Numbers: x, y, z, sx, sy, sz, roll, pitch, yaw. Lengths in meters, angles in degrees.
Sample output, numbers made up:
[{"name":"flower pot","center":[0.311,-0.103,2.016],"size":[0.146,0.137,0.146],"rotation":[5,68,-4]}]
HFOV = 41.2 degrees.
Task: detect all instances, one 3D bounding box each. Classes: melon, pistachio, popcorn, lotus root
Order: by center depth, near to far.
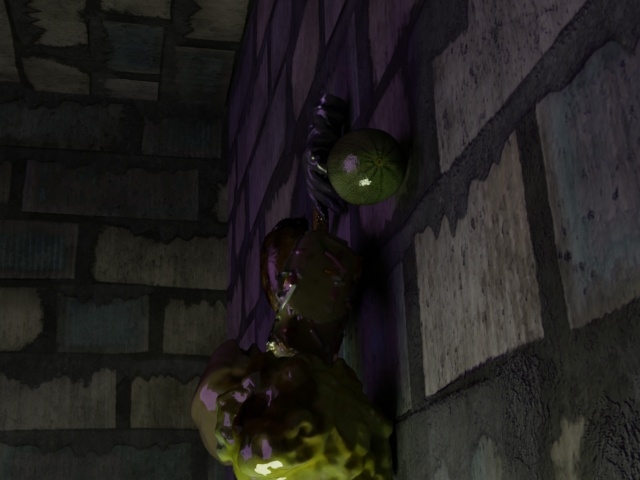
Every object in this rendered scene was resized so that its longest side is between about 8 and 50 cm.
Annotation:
[{"name":"popcorn","center":[-0.020,0.349,1.518],"size":[0.312,0.312,0.312],"rotation":[-177,90,-77]},{"name":"melon","center":[0.080,-0.130,1.519],"size":[0.192,0.139,0.139],"rotation":[178,95,-78]},{"name":"lotus root","center":[-0.084,0.079,2.178],"size":[0.169,0.142,0.314],"rotation":[124,146,-74]},{"name":"pistachio","center":[-0.246,0.474,2.487],"size":[0.445,0.282,0.365],"rotation":[149,127,-70]}]

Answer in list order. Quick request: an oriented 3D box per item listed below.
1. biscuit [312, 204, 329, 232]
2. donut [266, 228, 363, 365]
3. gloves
[{"name":"biscuit","center":[0.000,0.000,2.023],"size":[0.064,0.035,0.199],"rotation":[-104,13,-54]},{"name":"donut","center":[-0.016,0.145,1.706],"size":[0.307,0.150,0.371],"rotation":[-70,-6,-50]},{"name":"gloves","center":[0.016,-0.189,1.931],"size":[0.142,0.119,0.285],"rotation":[25,-119,-70]}]
